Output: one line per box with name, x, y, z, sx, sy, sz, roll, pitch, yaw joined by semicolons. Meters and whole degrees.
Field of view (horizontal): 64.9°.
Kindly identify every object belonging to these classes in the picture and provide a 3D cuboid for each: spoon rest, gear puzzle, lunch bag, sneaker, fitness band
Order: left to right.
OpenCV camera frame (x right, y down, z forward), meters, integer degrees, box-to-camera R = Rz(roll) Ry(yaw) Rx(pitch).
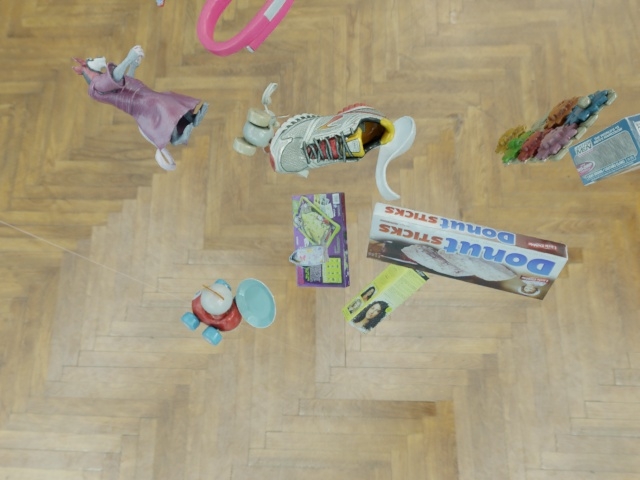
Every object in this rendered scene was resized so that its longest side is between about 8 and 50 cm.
fitness band;-0.177;-0.569;1.213;0.291;0.054;0.209;-46;59;8
lunch bag;-0.027;0.039;1.196;0.083;0.071;0.053;-7;91;11
sneaker;0.020;-0.165;0.811;0.225;0.088;0.093;-26;36;-20
spoon rest;0.228;-0.266;1.568;0.084;0.137;0.276;23;71;-33
gear puzzle;0.451;-0.233;1.045;0.044;0.339;0.175;41;93;-7

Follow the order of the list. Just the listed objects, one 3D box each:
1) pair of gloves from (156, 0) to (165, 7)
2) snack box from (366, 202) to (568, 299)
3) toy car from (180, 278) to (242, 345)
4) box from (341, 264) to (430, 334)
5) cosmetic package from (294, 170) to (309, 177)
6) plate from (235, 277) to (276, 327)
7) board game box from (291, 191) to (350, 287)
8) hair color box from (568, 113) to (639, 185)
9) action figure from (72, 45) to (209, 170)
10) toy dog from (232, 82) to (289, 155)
pair of gloves;-0.284;-0.454;0.765;0.023;0.159;0.198;-17;56;11
snack box;0.136;0.010;0.489;0.178;0.064;0.022;14;47;10
toy car;-0.393;0.218;1.843;0.210;0.238;0.219;29;58;21
box;0.169;0.141;1.318;0.232;0.087;0.058;-45;36;12
cosmetic package;-0.042;-0.211;1.176;0.060;0.041;0.115;23;88;-33
plate;-0.228;0.223;1.804;0.188;0.024;0.188;11;110;32
board game box;0.000;0.000;1.861;0.208;0.056;0.346;-1;94;25
hair color box;0.784;-0.238;1.173;0.348;0.174;0.105;-16;82;-19
action figure;-0.520;-0.391;1.411;0.370;0.248;0.275;22;97;-8
toy dog;-0.188;-0.407;1.845;0.161;0.220;0.333;29;45;-5
